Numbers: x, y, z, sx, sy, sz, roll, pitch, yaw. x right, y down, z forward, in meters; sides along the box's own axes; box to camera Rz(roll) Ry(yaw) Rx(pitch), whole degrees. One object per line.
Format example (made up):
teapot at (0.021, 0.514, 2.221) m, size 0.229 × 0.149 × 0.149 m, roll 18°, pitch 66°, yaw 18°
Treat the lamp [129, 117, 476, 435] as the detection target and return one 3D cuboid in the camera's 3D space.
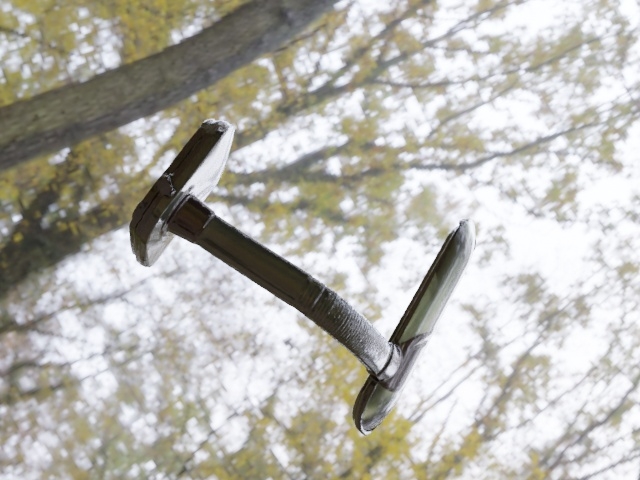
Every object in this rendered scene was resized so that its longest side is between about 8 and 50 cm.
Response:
lamp at (0.004, 0.000, 0.930) m, size 0.283 × 0.203 × 0.124 m, roll 37°, pitch -21°, yaw -12°
